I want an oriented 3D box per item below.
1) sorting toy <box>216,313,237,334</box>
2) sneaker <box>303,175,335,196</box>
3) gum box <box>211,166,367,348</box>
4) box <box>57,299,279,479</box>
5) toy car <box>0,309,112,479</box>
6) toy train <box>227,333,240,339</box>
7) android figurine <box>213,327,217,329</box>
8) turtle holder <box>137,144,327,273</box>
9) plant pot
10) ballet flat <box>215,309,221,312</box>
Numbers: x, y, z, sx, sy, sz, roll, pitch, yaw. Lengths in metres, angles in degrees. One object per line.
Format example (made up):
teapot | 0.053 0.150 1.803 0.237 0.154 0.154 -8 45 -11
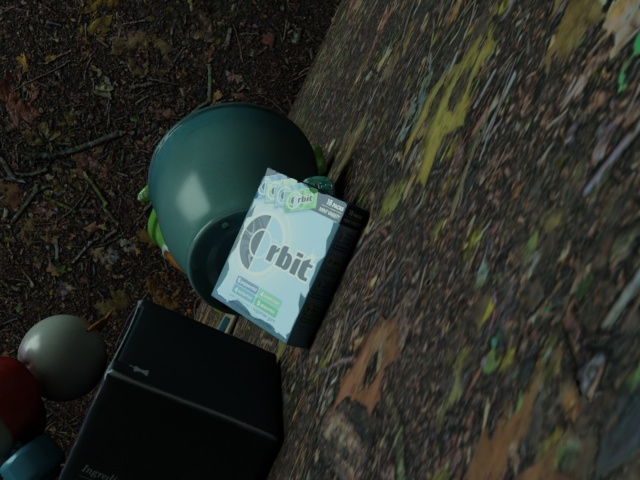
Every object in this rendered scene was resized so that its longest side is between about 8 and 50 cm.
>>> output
sorting toy | -0.249 0.260 2.146 0.193 0.038 0.208 125 166 -55
sneaker | 0.000 0.000 1.242 0.076 0.065 0.166 69 -155 -57
gum box | -0.042 0.018 1.173 0.157 0.041 0.184 26 95 43
box | -0.224 0.320 1.191 0.293 0.212 0.395 -102 36 -77
toy car | -0.361 0.178 1.226 0.238 0.219 0.210 -38 -7 -27
toy train | -0.212 0.272 1.687 0.143 0.105 0.248 -59 2 -37
android figurine | -0.260 0.268 1.817 0.248 0.056 0.273 -55 -11 34
turtle holder | -0.145 -0.052 1.721 0.320 0.227 0.243 -32 -24 -21
plant pot | -0.115 -0.029 1.398 0.271 0.272 0.255 -63 24 25
ballet flat | -0.186 0.083 2.147 0.231 0.077 0.077 -61 26 20
